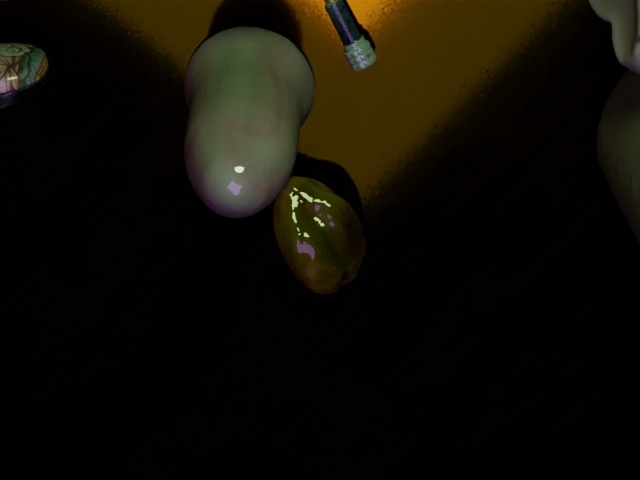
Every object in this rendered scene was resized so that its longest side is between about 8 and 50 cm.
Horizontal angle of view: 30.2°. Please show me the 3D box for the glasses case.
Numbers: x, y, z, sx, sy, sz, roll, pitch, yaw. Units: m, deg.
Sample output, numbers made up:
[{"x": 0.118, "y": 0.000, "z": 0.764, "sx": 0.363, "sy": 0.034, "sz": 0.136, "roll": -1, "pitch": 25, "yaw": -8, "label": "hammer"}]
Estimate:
[{"x": -0.496, "y": -0.188, "z": 1.472, "sx": 0.321, "sy": 0.122, "sz": 0.082, "roll": -8, "pitch": 121, "yaw": 4, "label": "glasses case"}]

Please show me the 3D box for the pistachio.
[{"x": -0.002, "y": 0.000, "z": 1.614, "sx": 0.100, "sy": 0.110, "sz": 0.189, "roll": 5, "pitch": 128, "yaw": 35, "label": "pistachio"}]

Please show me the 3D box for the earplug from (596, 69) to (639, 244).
[{"x": 0.528, "y": -0.052, "z": 1.416, "sx": 0.312, "sy": 0.394, "sz": 0.313, "roll": -1, "pitch": 121, "yaw": -1, "label": "earplug"}]

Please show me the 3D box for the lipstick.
[{"x": 0.031, "y": -0.272, "z": 1.493, "sx": 0.037, "sy": 0.037, "sz": 0.116, "roll": -23, "pitch": 113, "yaw": 13, "label": "lipstick"}]

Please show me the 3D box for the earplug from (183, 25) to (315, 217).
[{"x": -0.095, "y": -0.122, "z": 1.425, "sx": 0.172, "sy": 0.301, "sz": 0.172, "roll": 0, "pitch": 122, "yaw": 1, "label": "earplug"}]

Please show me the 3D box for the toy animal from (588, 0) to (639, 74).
[{"x": 0.439, "y": -0.338, "z": 1.347, "sx": 0.265, "sy": 0.272, "sz": 0.206, "roll": -14, "pitch": 146, "yaw": -6, "label": "toy animal"}]
